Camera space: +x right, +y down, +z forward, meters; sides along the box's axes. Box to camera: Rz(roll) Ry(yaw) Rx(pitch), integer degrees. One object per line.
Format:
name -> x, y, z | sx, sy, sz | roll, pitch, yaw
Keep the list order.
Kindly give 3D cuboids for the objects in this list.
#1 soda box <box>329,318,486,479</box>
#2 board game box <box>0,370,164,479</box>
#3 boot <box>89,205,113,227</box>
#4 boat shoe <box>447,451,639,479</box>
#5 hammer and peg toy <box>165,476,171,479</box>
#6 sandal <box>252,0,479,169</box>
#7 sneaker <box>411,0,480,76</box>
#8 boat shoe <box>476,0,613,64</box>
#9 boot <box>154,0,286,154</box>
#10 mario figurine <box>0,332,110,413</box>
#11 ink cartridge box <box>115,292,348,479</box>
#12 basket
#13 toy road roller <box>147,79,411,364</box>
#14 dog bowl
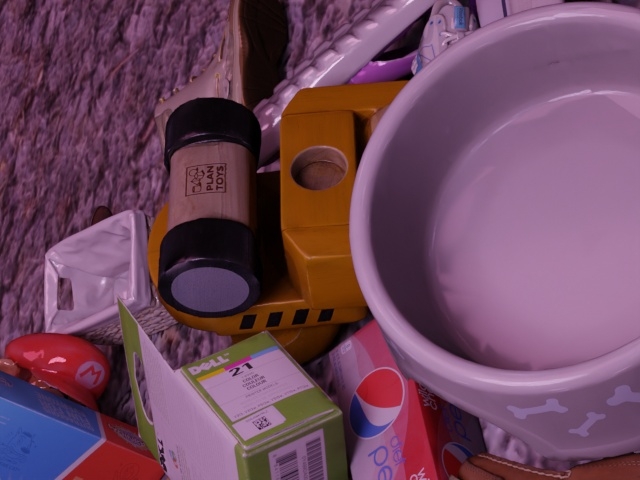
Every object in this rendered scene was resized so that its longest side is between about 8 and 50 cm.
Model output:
soda box -> 0.082, 0.186, 1.334 | 0.092, 0.083, 0.263 | -39, 40, 26
board game box -> -0.343, 0.299, 1.635 | 0.316, 0.242, 0.064 | -54, 37, 10
boot -> -0.228, -0.009, 1.884 | 0.114, 0.037, 0.106 | -26, 61, 43
boat shoe -> 0.224, 0.207, 1.140 | 0.307, 0.110, 0.104 | 22, 79, 45
hammer and peg toy -> -0.192, 0.390, 1.465 | 0.361, 0.127, 0.266 | -23, 44, 4
sandal -> 0.066, -0.182, 1.592 | 0.416, 0.102, 0.169 | -38, 11, 18
sneaker -> 0.118, -0.164, 1.419 | 0.191, 0.071, 0.083 | -104, 17, -61
boat shoe -> 0.239, -0.147, 1.353 | 0.156, 0.136, 0.367 | -35, 33, 25
boot -> -0.119, -0.193, 1.851 | 0.165, 0.077, 0.213 | -28, 49, 39
mario figurine -> -0.346, 0.237, 1.704 | 0.320, 0.170, 0.198 | -45, -1, 2
ink cartridge box -> -0.080, 0.165, 1.416 | 0.097, 0.189, 0.255 | -22, 41, -22
basket -> -0.219, 0.048, 1.764 | 0.167, 0.103, 0.113 | -23, 62, 42
toy road roller -> 0.000, 0.000, 1.510 | 0.329, 0.240, 0.202 | -6, 53, 5
dog bowl -> 0.178, -0.020, 1.162 | 0.348, 0.102, 0.349 | -11, 62, 22
